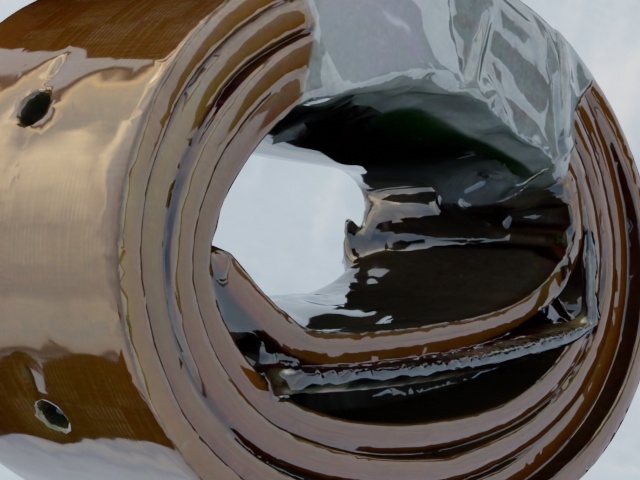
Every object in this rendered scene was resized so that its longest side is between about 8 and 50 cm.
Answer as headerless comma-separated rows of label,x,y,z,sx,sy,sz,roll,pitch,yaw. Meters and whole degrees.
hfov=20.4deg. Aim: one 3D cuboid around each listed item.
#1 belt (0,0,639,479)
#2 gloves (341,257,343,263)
belt,0.000,0.000,0.537,0.105,0.261,0.184,-2,92,40
gloves,0.057,0.024,1.082,0.064,0.086,0.026,-33,34,26
